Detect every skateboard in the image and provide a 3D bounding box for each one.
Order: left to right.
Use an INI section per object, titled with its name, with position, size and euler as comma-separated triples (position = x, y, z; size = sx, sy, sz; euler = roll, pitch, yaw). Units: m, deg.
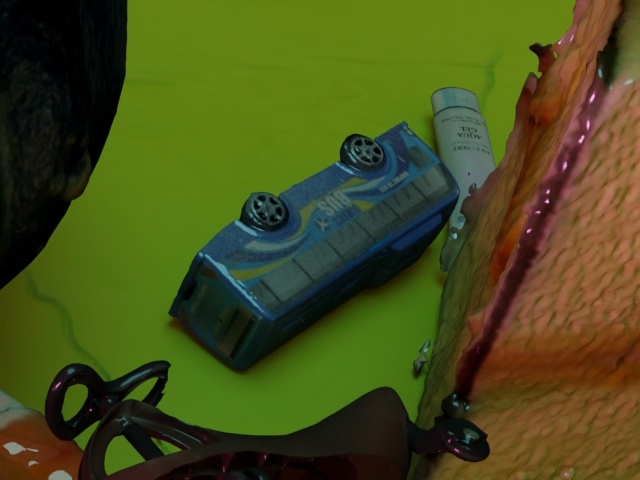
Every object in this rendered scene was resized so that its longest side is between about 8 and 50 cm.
[skateboard]
position = -0.022, 0.071, 0.558
size = 0.151, 0.067, 0.080
euler = 4, 31, -49

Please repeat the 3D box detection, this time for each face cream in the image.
[face cream]
position = 0.074, -0.033, 0.856
size = 0.038, 0.020, 0.115
euler = 7, 44, -13

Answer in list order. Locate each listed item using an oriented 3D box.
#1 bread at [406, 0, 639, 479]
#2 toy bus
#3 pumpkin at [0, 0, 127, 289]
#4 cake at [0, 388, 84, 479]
[bread]
position = 0.077, -0.013, 0.675
size = 0.135, 0.240, 0.178
euler = 0, 39, -28
[toy bus]
position = 0.000, 0.000, 0.773
size = 0.061, 0.051, 0.153
euler = 46, 47, 14
[pumpkin]
position = -0.245, -0.089, 0.595
size = 0.363, 0.266, 0.363
euler = -8, 39, 6
[cake]
position = -0.089, 0.152, 0.528
size = 0.135, 0.098, 0.287
euler = -17, 50, -36
